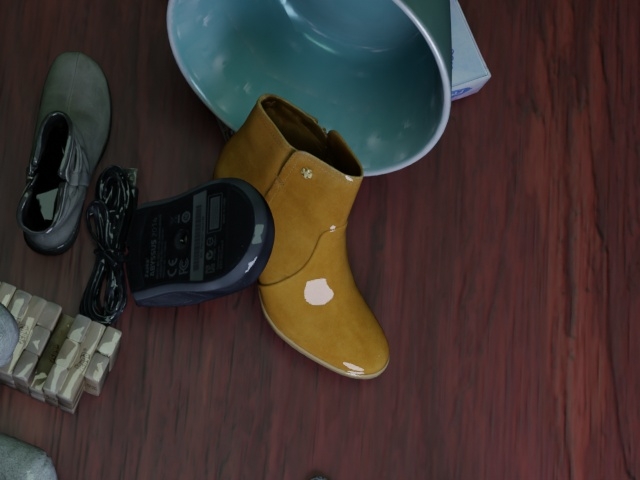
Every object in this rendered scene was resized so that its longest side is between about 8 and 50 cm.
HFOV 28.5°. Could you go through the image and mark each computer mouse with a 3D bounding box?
[{"bbox_3d":[-0.141,0.002,1.341,0.072,0.272,0.188,20,70,-47],"label":"computer mouse"}]

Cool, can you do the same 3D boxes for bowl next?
[{"bbox_3d":[0.014,-0.231,1.319,0.312,0.311,0.163,29,56,-2],"label":"bowl"}]

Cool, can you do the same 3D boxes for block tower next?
[{"bbox_3d":[-0.382,0.078,1.327,0.336,0.097,0.091,23,69,-2],"label":"block tower"}]

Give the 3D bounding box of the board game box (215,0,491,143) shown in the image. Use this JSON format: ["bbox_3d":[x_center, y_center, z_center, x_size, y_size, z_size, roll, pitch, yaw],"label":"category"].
[{"bbox_3d":[-0.005,-0.277,1.491,0.318,0.066,0.318,-19,82,-13],"label":"board game box"}]

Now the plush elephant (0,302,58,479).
[{"bbox_3d":[-0.453,0.200,1.193,0.330,0.271,0.255,13,39,13],"label":"plush elephant"}]

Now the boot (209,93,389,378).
[{"bbox_3d":[0.000,-0.001,1.345,0.295,0.211,0.104,44,46,5],"label":"boot"}]

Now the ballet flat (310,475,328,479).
[{"bbox_3d":[0.017,0.311,1.369,0.041,0.041,0.114,-18,80,-13],"label":"ballet flat"}]

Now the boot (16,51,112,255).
[{"bbox_3d":[-0.274,-0.109,1.357,0.083,0.161,0.246,9,76,-8],"label":"boot"}]
